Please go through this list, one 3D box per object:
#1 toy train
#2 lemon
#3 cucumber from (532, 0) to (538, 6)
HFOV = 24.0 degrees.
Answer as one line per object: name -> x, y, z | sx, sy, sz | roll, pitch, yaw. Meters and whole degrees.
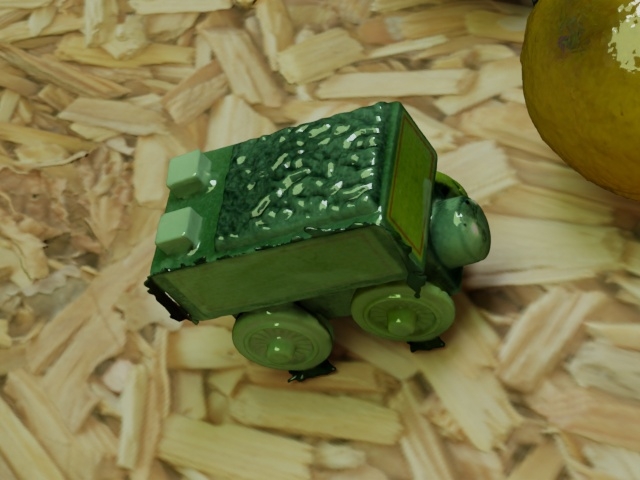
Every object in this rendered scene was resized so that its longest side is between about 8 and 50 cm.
toy train -> 0.000, 0.000, 1.234 | 0.271, 0.188, 0.159 | -13, 49, 29
lemon -> 0.252, -0.129, 1.165 | 0.188, 0.188, 0.257 | -39, 45, 2
cucumber -> 0.276, -0.242, 1.319 | 0.193, 0.086, 0.115 | -27, 47, 24
